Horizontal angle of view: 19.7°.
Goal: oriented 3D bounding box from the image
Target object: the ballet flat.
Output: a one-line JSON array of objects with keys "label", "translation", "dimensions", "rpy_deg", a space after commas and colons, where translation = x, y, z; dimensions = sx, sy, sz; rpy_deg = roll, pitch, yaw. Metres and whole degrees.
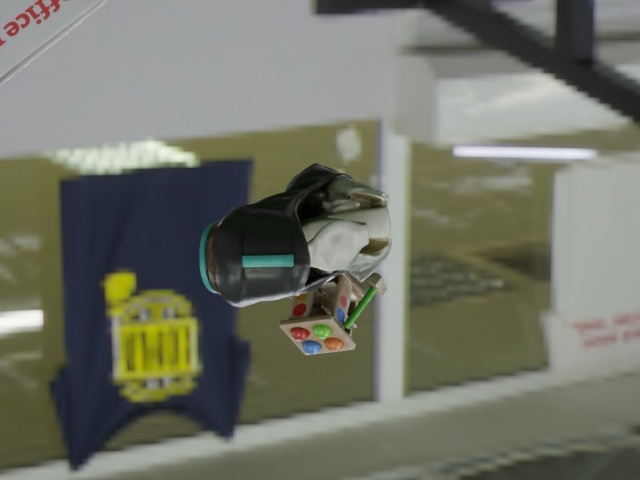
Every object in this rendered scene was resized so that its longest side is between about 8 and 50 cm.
[{"label": "ballet flat", "translation": [0.000, 0.000, 1.432], "dimensions": [0.096, 0.095, 0.280], "rpy_deg": [-2, -168, 19]}]

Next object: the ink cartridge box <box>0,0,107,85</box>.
[{"label": "ink cartridge box", "translation": [-0.258, -0.192, 1.190], "dimensions": [0.148, 0.203, 0.086], "rpy_deg": [-40, -166, -16]}]

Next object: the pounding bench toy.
[{"label": "pounding bench toy", "translation": [0.015, 0.063, 1.628], "dimensions": [0.083, 0.052, 0.065], "rpy_deg": [-9, -128, 28]}]
